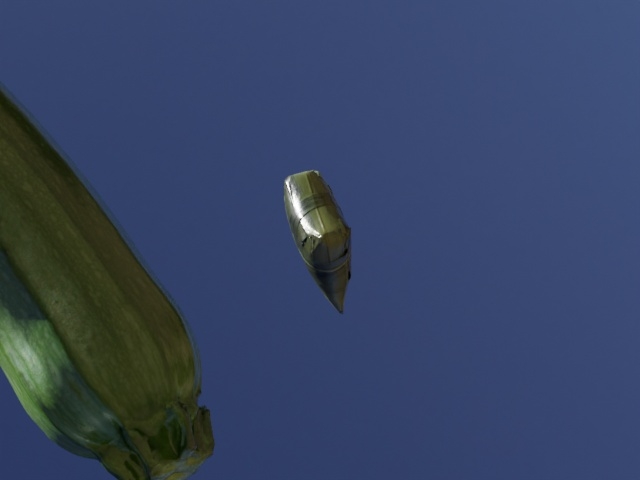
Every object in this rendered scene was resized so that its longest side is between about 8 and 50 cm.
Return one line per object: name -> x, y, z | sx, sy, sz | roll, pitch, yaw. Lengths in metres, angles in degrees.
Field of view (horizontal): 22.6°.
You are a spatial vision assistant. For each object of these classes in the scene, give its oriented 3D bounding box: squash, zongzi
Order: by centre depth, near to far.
squash -> -0.115, 0.002, 0.609 | 0.219, 0.068, 0.077 | 53, -155, 4
zongzi -> 0.000, 0.000, 1.536 | 0.113, 0.052, 0.104 | 79, 172, -48
